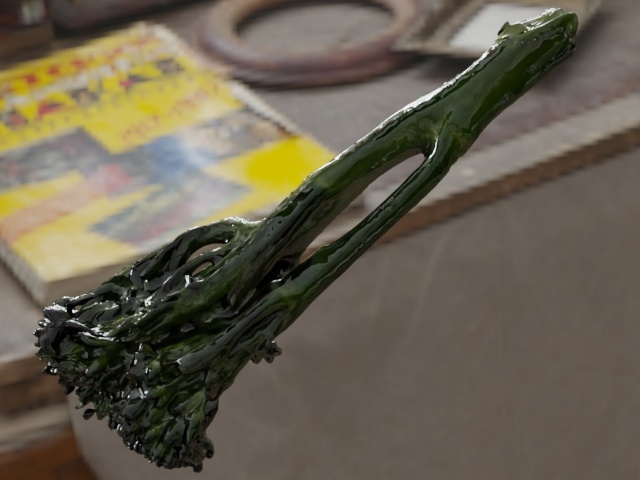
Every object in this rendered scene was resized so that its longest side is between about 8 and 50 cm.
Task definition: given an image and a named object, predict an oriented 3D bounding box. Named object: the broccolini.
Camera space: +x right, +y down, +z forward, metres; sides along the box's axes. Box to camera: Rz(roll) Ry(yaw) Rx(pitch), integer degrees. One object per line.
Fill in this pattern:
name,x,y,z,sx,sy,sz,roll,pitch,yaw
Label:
broccolini,0.003,0.000,0.551,0.201,0.058,0.074,-34,76,4
